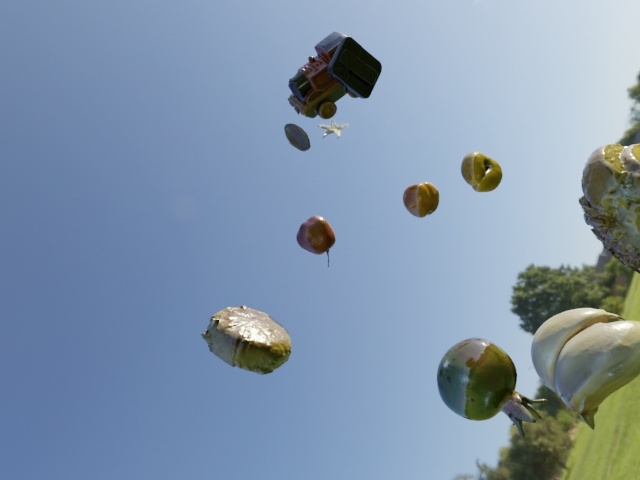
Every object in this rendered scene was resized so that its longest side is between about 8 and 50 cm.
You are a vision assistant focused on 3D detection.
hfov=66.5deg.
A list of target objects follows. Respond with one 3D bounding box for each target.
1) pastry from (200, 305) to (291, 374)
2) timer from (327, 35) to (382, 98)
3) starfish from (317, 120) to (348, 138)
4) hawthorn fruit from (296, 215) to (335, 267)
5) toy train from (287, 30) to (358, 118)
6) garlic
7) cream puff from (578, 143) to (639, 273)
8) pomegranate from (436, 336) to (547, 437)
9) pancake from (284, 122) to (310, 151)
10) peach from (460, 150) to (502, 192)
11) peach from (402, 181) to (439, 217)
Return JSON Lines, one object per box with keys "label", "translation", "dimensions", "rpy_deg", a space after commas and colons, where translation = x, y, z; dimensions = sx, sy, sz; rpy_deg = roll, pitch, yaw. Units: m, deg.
{"label": "pastry", "translation": [-0.251, 0.346, 1.761], "dimensions": [0.330, 0.330, 0.136], "rpy_deg": [-4, -60, -56]}
{"label": "timer", "translation": [0.127, -0.597, 1.692], "dimensions": [0.188, 0.055, 0.143], "rpy_deg": [26, -93, -33]}
{"label": "starfish", "translation": [0.040, -0.298, 1.314], "dimensions": [0.086, 0.092, 0.016], "rpy_deg": [-13, -47, -10]}
{"label": "hawthorn fruit", "translation": [0.000, 0.000, 2.050], "dimensions": [0.163, 0.203, 0.162], "rpy_deg": [-40, -16, -14]}
{"label": "toy train", "translation": [0.035, -0.630, 1.861], "dimensions": [0.369, 0.163, 0.231], "rpy_deg": [-37, -47, -2]}
{"label": "garlic", "translation": [0.735, 0.324, 1.340], "dimensions": [0.286, 0.250, 0.312], "rpy_deg": [-54, -17, -65]}
{"label": "cream puff", "translation": [0.703, -0.053, 1.015], "dimensions": [0.327, 0.343, 0.231], "rpy_deg": [-68, -8, -52]}
{"label": "pomegranate", "translation": [0.363, 0.315, 1.046], "dimensions": [0.182, 0.224, 0.181], "rpy_deg": [-29, -45, -35]}
{"label": "pancake", "translation": [-0.079, -0.347, 1.646], "dimensions": [0.011, 0.115, 0.114], "rpy_deg": [-45, -44, -27]}
{"label": "peach", "translation": [0.642, -0.274, 1.954], "dimensions": [0.179, 0.179, 0.103], "rpy_deg": [-50, 0, -35]}
{"label": "peach", "translation": [0.382, -0.153, 1.842], "dimensions": [0.138, 0.138, 0.138], "rpy_deg": [-26, -57, -50]}
